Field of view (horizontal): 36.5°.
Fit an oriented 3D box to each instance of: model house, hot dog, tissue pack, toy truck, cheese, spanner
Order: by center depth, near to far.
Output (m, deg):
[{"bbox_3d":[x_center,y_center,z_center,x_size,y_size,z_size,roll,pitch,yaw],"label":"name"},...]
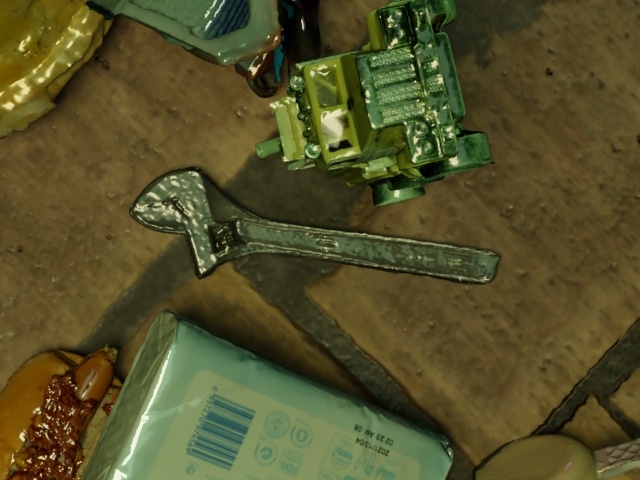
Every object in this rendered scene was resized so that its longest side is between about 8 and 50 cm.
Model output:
[{"bbox_3d":[-0.072,-0.178,0.692,0.149,0.148,0.119,28,95,-34],"label":"model house"},{"bbox_3d":[0.027,-0.087,0.716,0.135,0.259,0.128,-13,91,-11],"label":"toy truck"},{"bbox_3d":[-0.229,0.189,0.752,0.102,0.076,0.249,28,84,-6],"label":"hot dog"},{"bbox_3d":[-0.043,0.186,0.761,0.263,0.089,0.177,27,84,-25],"label":"tissue pack"},{"bbox_3d":[0.000,0.000,0.830,0.326,0.026,0.093,8,86,-12],"label":"spanner"},{"bbox_3d":[0.210,0.197,0.832,0.171,0.092,0.047,-25,108,-4],"label":"cheese"}]

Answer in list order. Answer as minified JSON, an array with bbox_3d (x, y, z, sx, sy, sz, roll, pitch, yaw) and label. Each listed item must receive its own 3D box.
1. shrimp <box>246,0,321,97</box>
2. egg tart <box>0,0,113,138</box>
[{"bbox_3d":[-0.111,-0.330,0.782,0.221,0.110,0.445,-24,89,-5],"label":"shrimp"},{"bbox_3d":[-0.313,-0.233,0.704,0.342,0.132,0.341,0,94,-4],"label":"egg tart"}]
